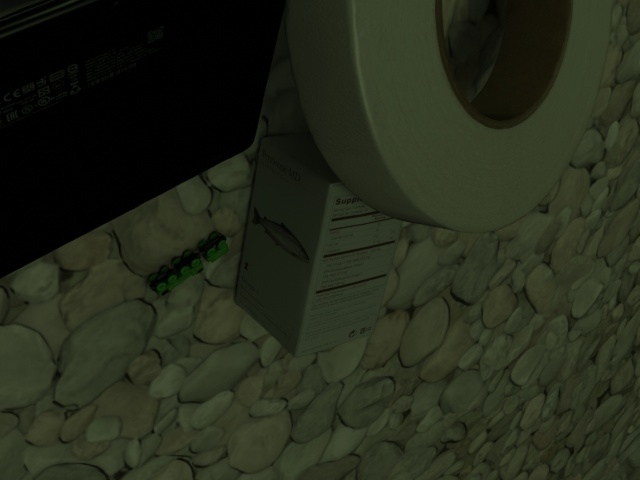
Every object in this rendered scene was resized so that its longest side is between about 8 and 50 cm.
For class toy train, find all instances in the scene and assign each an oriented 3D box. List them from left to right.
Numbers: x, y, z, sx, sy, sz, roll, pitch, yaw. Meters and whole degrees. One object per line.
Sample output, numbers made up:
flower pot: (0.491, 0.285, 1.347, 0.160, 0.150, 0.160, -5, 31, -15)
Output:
toy train: (-0.118, 0.023, 0.733, 0.083, 0.017, 0.023, -36, 148, -19)

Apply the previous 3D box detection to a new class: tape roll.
tape roll: (0.129, -0.200, 0.678, 0.392, 0.072, 0.391, -15, 110, -45)

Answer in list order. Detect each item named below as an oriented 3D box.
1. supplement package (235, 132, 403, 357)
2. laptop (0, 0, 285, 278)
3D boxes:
supplement package: (0.000, 0.000, 0.759, 0.105, 0.105, 0.179, -11, 124, -38)
laptop: (-0.234, -0.167, 0.488, 0.382, 0.236, 0.408, -31, 163, -23)
